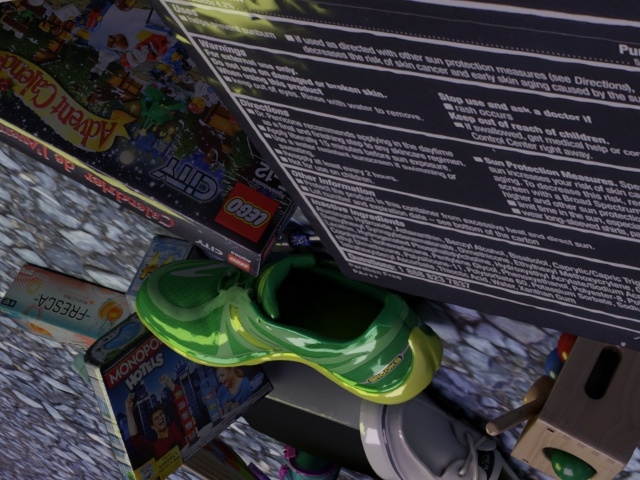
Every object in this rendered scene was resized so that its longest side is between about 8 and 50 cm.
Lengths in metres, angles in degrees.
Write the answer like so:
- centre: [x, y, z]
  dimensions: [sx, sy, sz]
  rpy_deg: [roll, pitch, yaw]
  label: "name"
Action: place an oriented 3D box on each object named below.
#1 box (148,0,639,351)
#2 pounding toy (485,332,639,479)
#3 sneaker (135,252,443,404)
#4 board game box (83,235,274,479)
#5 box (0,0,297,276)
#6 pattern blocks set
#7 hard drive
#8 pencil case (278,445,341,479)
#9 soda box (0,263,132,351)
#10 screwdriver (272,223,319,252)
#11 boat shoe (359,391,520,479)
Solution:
- centre: [0.109, -0.101, 0.768]
  dimensions: [0.296, 0.182, 0.294]
  rpy_deg: [13, 155, 34]
  label: "box"
- centre: [0.185, 0.118, 1.240]
  dimensions: [0.100, 0.141, 0.130]
  rpy_deg: [28, 160, 6]
  label: "pounding toy"
- centre: [-0.033, 0.051, 1.459]
  dimensions: [0.296, 0.109, 0.123]
  rpy_deg: [10, 143, 30]
  label: "sneaker"
- centre: [-0.147, 0.106, 1.606]
  dimensions: [0.060, 0.194, 0.194]
  rpy_deg: [8, 123, 41]
  label: "board game box"
- centre: [-0.103, -0.101, 1.088]
  dimensions: [0.233, 0.159, 0.044]
  rpy_deg: [28, 159, 5]
  label: "box"
- centre: [-0.133, 0.237, 1.919]
  dimensions: [0.285, 0.026, 0.325]
  rpy_deg: [40, -179, 40]
  label: "pattern blocks set"
- centre: [0.001, 0.178, 1.752]
  dimensions: [0.255, 0.054, 0.172]
  rpy_deg: [16, 155, 34]
  label: "hard drive"
- centre: [-0.012, 0.258, 1.944]
  dimensions: [0.070, 0.064, 0.151]
  rpy_deg: [12, 158, 2]
  label: "pencil case"
- centre: [-0.267, 0.083, 1.881]
  dimensions: [0.183, 0.063, 0.058]
  rpy_deg: [14, 155, 36]
  label: "soda box"
- centre: [0.000, 0.000, 1.381]
  dimensions: [0.024, 0.025, 0.170]
  rpy_deg: [43, 157, -32]
  label: "screwdriver"
- centre: [0.129, 0.215, 1.618]
  dimensions: [0.088, 0.096, 0.267]
  rpy_deg: [-3, 141, 34]
  label: "boat shoe"
